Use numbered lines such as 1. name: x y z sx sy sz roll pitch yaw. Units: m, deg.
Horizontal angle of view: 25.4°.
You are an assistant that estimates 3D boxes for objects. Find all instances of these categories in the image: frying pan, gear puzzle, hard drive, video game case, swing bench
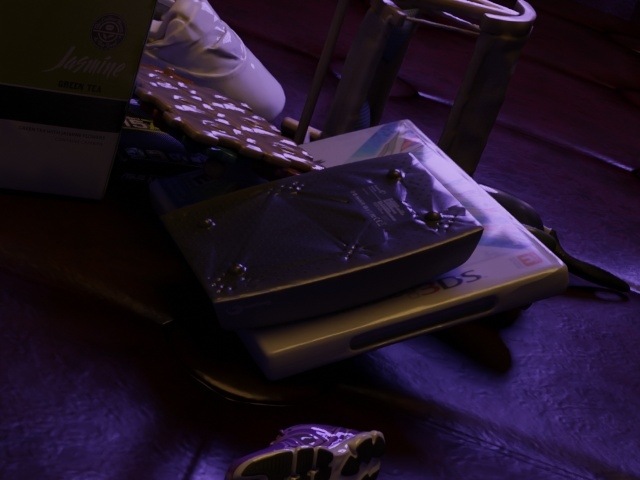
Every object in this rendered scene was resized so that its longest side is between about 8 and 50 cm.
1. frying pan: 0.221 -0.014 1.574 0.326 0.053 0.197 15 -7 -3
2. gear puzzle: -0.131 -0.127 1.465 0.175 0.044 0.339 15 15 -32
3. hard drive: 0.000 0.000 1.280 0.254 0.054 0.172 -15 35 -18
4. video game case: 0.025 -0.006 1.370 0.300 0.036 0.329 -15 34 -19
5. swing bench: 0.105 -0.186 1.707 0.254 0.253 0.165 16 23 -6

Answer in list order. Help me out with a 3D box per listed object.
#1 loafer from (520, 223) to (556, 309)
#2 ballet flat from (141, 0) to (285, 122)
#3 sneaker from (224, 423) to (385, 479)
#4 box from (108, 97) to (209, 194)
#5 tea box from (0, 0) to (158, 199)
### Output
1. loafer: 0.109 0.005 1.490 0.267 0.084 0.096 13 -8 24
2. ballet flat: -0.218 -0.267 1.731 0.400 0.139 0.139 26 22 -2
3. sneaker: -0.021 0.172 1.051 0.071 0.068 0.170 15 8 32
4. box: -0.165 -0.102 1.566 0.190 0.045 0.184 7 28 -30
5. tea box: -0.351 -0.241 1.367 0.329 0.323 0.220 7 25 -30
